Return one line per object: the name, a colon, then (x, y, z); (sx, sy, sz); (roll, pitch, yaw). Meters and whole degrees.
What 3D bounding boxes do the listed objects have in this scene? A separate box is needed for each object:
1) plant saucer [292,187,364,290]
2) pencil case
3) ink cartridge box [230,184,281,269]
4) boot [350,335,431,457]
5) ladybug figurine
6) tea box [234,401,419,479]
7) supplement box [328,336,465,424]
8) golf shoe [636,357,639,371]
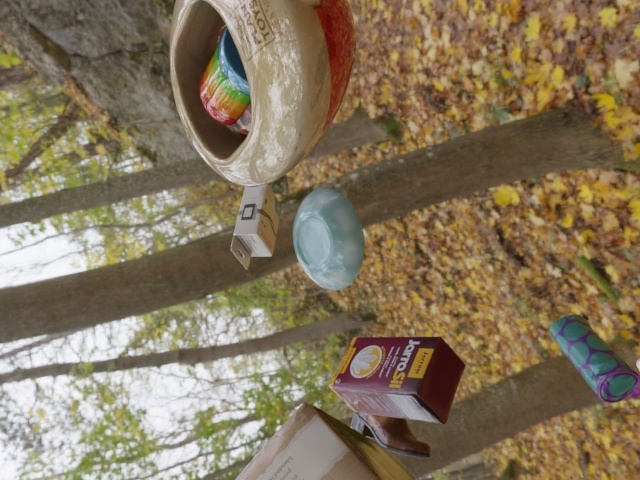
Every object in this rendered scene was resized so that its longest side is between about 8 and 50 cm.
plant saucer: (0.000, 0.000, 1.013); (0.195, 0.038, 0.194); (11, 105, 47)
pencil case: (0.414, 0.175, 0.833); (0.064, 0.070, 0.151); (-56, 18, 19)
ink cartridge box: (-0.147, -0.032, 1.281); (0.104, 0.060, 0.180); (62, -149, -54)
boot: (0.222, 0.416, 1.473); (0.264, 0.096, 0.280); (9, 77, 55)
ladybug figurine: (-0.084, -0.241, 0.773); (0.449, 0.162, 0.305); (-12, 101, 63)
tea box: (0.006, 0.423, 0.654); (0.220, 0.329, 0.323); (37, 172, 40)
supplement box: (0.118, 0.216, 0.866); (0.081, 0.188, 0.104); (48, -126, -24)
golf shoe: (0.679, 0.139, 0.982); (0.115, 0.306, 0.140); (45, 162, -24)
